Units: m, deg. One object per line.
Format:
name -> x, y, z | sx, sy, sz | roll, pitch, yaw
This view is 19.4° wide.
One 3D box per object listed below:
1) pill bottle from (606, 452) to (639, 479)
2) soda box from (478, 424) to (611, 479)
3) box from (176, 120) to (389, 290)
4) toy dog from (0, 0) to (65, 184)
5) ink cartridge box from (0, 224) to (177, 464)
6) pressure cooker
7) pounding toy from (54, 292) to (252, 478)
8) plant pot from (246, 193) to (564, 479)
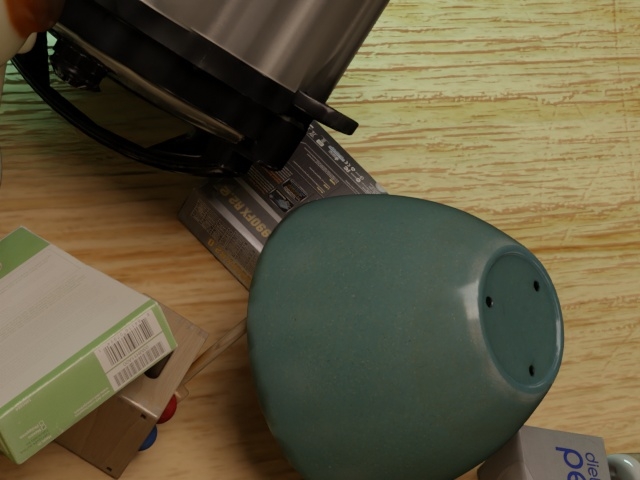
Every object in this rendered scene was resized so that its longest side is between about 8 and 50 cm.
pill bottle -> 0.360, 0.261, 1.829 | 0.186, 0.112, 0.112 | 2, 55, -27
soda box -> 0.221, 0.317, 1.728 | 0.098, 0.091, 0.286 | 11, 51, -20
box -> 0.000, 0.000, 1.876 | 0.231, 0.056, 0.183 | 44, 49, 8
toy dog -> -0.369, -0.150, 1.545 | 0.284, 0.408, 0.395 | 13, 47, -16
ink cartridge box -> -0.255, 0.083, 1.601 | 0.171, 0.056, 0.235 | -37, 34, -22
pressure cooker -> -0.118, -0.282, 1.789 | 0.375, 0.420, 0.370 | 29, 5, -32
pounding toy -> -0.146, 0.121, 1.657 | 0.100, 0.130, 0.141 | 33, 47, -2
plant pot -> 0.103, 0.086, 1.688 | 0.290, 0.195, 0.290 | 18, 66, -48
